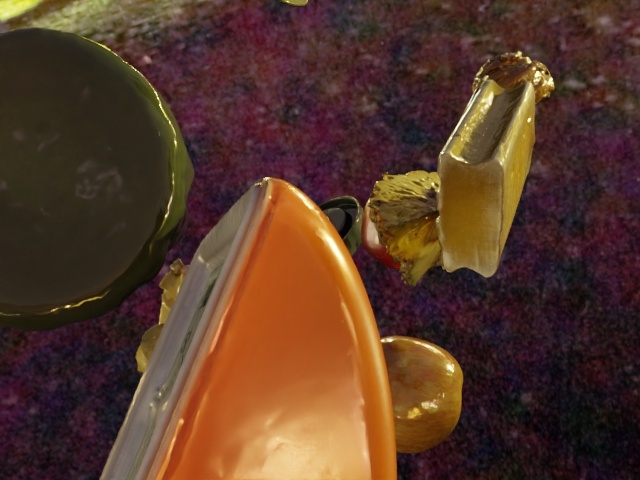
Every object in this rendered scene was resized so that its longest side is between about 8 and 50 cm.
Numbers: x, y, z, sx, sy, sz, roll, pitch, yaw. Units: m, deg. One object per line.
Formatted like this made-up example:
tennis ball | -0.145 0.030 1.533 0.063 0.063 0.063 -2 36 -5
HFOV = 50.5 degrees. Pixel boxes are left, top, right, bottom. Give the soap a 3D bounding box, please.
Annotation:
soap | 0.225 -0.095 0.911 0.089 0.173 0.274 9 35 21

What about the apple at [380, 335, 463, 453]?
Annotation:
apple | 0.202 0.341 1.523 0.264 0.264 0.264 -14 29 8

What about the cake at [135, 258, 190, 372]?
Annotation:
cake | -0.211 0.181 1.346 0.222 0.286 0.227 -20 55 36

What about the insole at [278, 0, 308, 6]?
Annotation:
insole | -0.075 -0.293 0.732 0.004 0.064 0.188 -30 -16 35

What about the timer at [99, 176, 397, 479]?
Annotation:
timer | -0.059 0.105 0.420 0.161 0.250 0.257 8 -10 -15

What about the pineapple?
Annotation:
pineapple | 0.149 -0.026 1.097 0.249 0.164 0.140 -23 47 -31

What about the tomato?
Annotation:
tomato | 0.173 -0.006 1.565 0.139 0.233 0.200 -46 45 -1

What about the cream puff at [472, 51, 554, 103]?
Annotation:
cream puff | 0.291 -0.239 1.061 0.119 0.104 0.133 -43 14 -7

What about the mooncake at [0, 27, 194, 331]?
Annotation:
mooncake | -0.336 -0.071 0.833 0.356 0.356 0.194 -22 2 -5

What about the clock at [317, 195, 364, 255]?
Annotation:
clock | 0.000 0.000 1.753 0.280 0.055 0.281 -31 27 18
